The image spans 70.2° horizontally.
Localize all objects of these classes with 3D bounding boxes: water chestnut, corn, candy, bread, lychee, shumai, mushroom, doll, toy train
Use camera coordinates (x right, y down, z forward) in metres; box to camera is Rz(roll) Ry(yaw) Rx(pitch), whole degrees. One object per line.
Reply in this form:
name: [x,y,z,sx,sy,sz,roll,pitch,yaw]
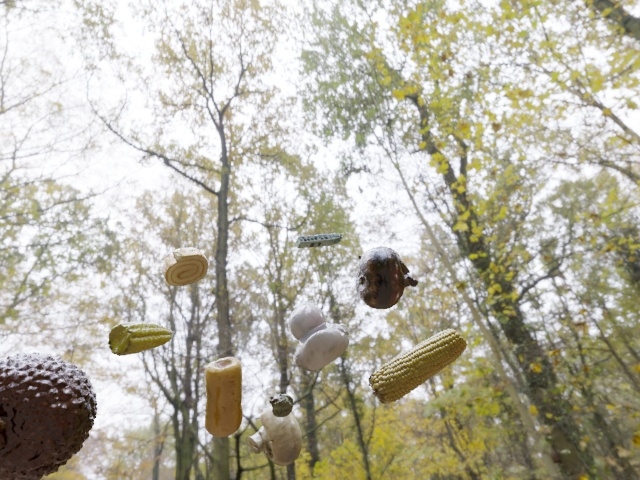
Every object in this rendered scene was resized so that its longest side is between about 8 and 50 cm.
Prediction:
water chestnut: [0.302,0.167,2.071,0.300,0.300,0.300,-7,-42,-6]
corn: [0.280,0.358,1.311,0.305,0.106,0.106,-33,-43,0]
candy: [-0.544,0.298,1.410,0.106,0.094,0.199,-30,-18,24]
bread: [-0.350,0.575,1.653,0.142,0.091,0.305,-7,-69,-27]
lychee: [-0.615,0.366,0.951,0.264,0.264,0.300,-10,-12,-2]
shumai: [-0.130,0.551,1.538,0.083,0.082,0.080,-33,-19,-19]
mushroom: [-0.172,0.816,1.854,0.195,0.189,0.254,-19,-60,-29]
doll: [-0.021,0.315,1.538,0.221,0.221,0.251,-10,-2,-2]
toy train: [0.000,0.000,1.845,0.207,0.047,0.043,-6,-36,-27]
bread: [-0.465,0.086,1.560,0.149,0.073,0.122,-12,-61,-29]
